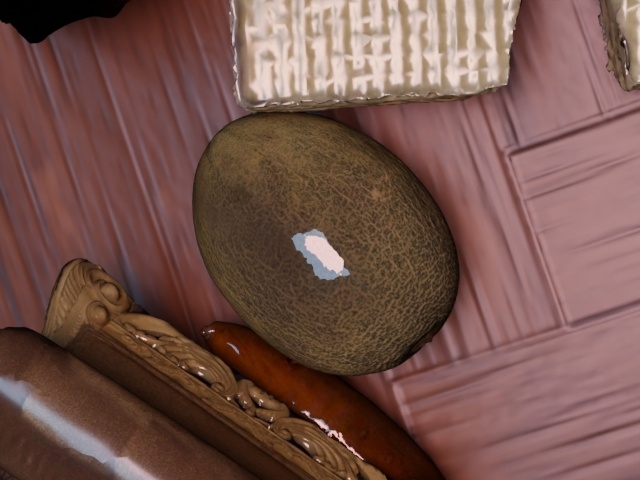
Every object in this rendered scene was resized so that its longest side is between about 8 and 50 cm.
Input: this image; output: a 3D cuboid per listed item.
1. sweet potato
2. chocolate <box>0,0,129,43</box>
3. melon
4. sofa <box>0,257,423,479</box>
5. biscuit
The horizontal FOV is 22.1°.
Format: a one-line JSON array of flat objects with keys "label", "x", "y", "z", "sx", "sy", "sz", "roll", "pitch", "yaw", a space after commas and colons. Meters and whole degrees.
[{"label": "sweet potato", "x": 0.044, "y": 0.129, "z": 0.727, "sx": 0.264, "sy": 0.057, "sz": 0.057, "roll": 45, "pitch": 101, "yaw": 3}, {"label": "chocolate", "x": -0.078, "y": -0.215, "z": 0.694, "sx": 0.177, "sy": 0.224, "sz": 0.206, "roll": -20, "pitch": 55, "yaw": -20}, {"label": "melon", "x": 0.000, "y": 0.000, "z": 0.707, "sx": 0.130, "sy": 0.098, "sz": 0.098, "roll": 41, "pitch": 101, "yaw": 15}, {"label": "sofa", "x": -0.098, "y": 0.167, "z": 0.667, "sx": 0.200, "sy": 0.182, "sz": 0.258, "roll": 34, "pitch": 119, "yaw": 10}, {"label": "biscuit", "x": 0.083, "y": -0.128, "z": 0.679, "sx": 0.250, "sy": 0.046, "sz": 0.147, "roll": -5, "pitch": 91, "yaw": -1}]
